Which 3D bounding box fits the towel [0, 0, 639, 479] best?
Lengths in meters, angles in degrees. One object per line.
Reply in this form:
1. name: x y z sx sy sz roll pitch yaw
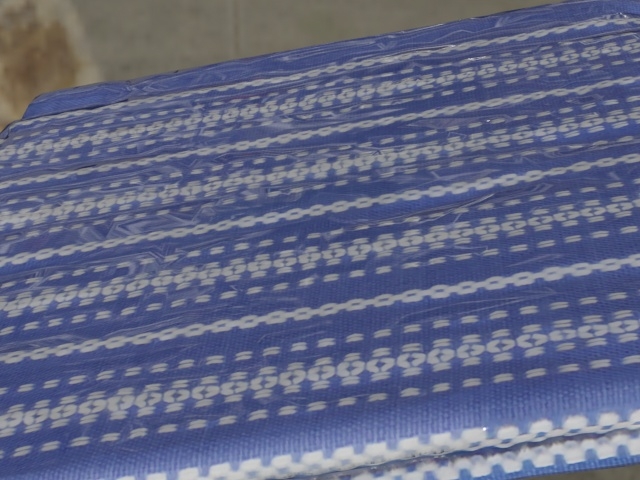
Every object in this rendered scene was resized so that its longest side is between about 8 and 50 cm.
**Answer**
1. towel: 0.000 0.000 0.543 0.243 0.040 0.336 -10 19 6
